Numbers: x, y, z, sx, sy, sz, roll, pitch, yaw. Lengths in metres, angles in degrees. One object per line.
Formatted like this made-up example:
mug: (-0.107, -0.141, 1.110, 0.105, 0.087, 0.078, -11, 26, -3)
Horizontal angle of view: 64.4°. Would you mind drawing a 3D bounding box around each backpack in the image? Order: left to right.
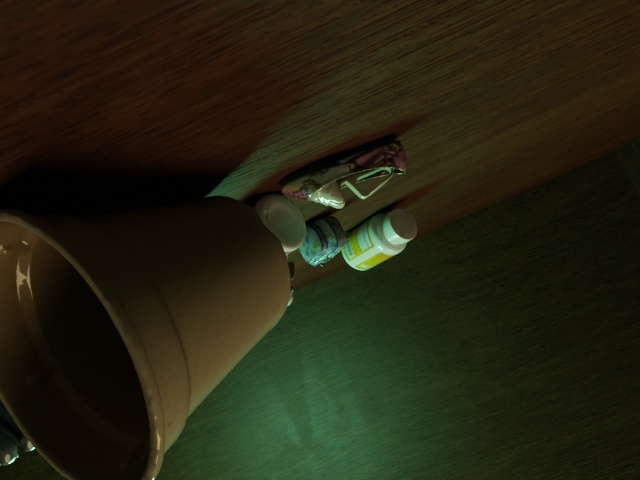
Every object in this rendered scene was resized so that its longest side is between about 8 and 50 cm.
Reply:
backpack: (0.000, 0.000, 1.248, 0.114, 0.105, 0.084, -36, 167, 35)

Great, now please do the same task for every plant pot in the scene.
plant pot: (-0.208, 0.082, 0.652, 0.333, 0.334, 0.305, -30, 180, 38)

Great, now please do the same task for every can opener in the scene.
can opener: (-0.591, 0.267, 0.864, 0.283, 0.095, 0.076, 21, -155, 26)

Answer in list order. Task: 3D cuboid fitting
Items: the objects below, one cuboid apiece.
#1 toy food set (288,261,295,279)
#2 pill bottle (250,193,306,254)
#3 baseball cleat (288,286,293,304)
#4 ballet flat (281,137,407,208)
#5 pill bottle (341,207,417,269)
toy food set: (-0.235, 0.107, 1.398, 0.219, 0.093, 0.306, -27, 163, 26)
pill bottle: (-0.121, 0.000, 0.924, 0.180, 0.108, 0.107, -31, 168, 40)
baseball cleat: (-0.174, 0.159, 1.381, 0.205, 0.072, 0.110, -17, 149, -16)
ballet flat: (0.047, -0.101, 0.849, 0.221, 0.079, 0.077, -22, 172, -9)
pill bottle: (0.183, -0.006, 1.572, 0.136, 0.137, 0.245, -17, 169, -36)
